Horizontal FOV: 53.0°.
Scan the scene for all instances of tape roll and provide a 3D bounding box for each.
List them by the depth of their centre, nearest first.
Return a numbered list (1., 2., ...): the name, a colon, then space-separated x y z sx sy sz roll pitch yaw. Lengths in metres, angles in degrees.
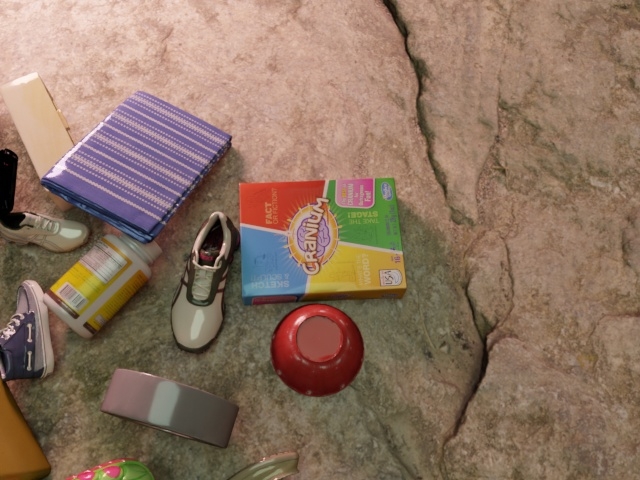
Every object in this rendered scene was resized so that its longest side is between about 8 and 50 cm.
1. tape roll: -0.250 0.283 1.076 0.219 0.219 0.072 15 70 3

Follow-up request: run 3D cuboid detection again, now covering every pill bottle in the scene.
1. pill bottle: -0.402 0.070 1.206 0.117 0.117 0.215 38 72 12

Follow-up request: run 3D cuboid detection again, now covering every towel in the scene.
1. towel: -0.351 -0.156 1.276 0.243 0.040 0.336 28 49 2

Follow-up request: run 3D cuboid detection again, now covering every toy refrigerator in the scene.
1. toy refrigerator: -0.550 -0.203 1.315 0.094 0.102 0.270 -27 72 -12

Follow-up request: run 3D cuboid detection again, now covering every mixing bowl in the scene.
1. mixing bowl: -0.004 0.192 1.188 0.181 0.098 0.181 1 70 -2

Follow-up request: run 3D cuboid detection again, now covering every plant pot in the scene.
1. plant pot: -0.597 0.350 1.027 0.212 0.187 0.212 -29 85 -15

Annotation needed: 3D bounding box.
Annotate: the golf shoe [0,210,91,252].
1. golf shoe: -0.545 -0.022 1.254 0.176 0.086 0.069 3 68 -3

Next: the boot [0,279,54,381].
1. boot: -0.549 0.161 1.173 0.086 0.069 0.190 2 61 -48

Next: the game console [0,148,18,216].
1. game console: -0.698 -0.185 1.297 0.213 0.044 0.361 -16 63 17

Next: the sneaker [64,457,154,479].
1. sneaker: -0.475 0.517 0.994 0.482 0.185 0.202 -24 80 -2

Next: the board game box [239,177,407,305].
1. board game box: 0.000 0.000 1.280 0.316 0.064 0.242 -3 69 -4

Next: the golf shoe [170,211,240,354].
1. golf shoe: -0.225 0.074 1.214 0.105 0.120 0.273 10 70 -1

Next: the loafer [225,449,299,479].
1. loafer: -0.143 0.450 1.087 0.268 0.102 0.092 -31 74 -4
